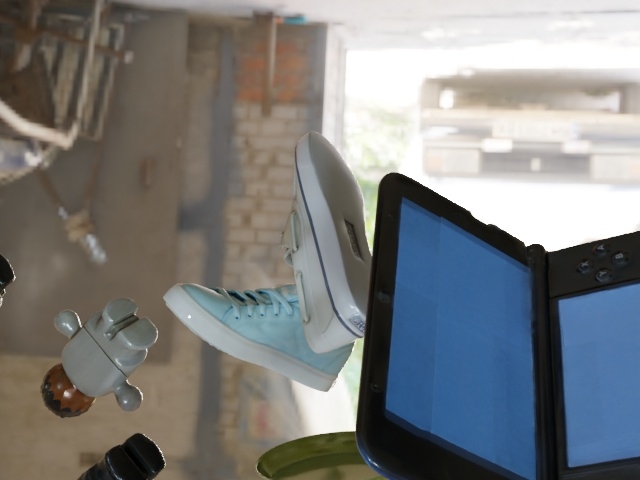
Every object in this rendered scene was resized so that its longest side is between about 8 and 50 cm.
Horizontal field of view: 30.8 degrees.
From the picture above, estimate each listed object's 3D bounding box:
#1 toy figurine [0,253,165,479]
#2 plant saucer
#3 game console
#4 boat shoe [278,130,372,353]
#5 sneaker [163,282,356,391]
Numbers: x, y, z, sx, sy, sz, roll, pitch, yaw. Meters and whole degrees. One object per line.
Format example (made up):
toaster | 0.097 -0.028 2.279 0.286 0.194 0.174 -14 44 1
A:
toy figurine | -0.239 0.134 0.911 0.213 0.209 0.148 20 131 -31
plant saucer | 0.024 0.333 1.706 0.241 0.037 0.241 -5 -173 1
game console | 0.182 0.066 0.863 0.250 0.293 0.173 -15 133 22
boat shoe | 0.000 0.000 1.241 0.088 0.267 0.096 -32 143 24
sneaker | -0.083 0.112 1.822 0.366 0.150 0.135 28 -175 -44
